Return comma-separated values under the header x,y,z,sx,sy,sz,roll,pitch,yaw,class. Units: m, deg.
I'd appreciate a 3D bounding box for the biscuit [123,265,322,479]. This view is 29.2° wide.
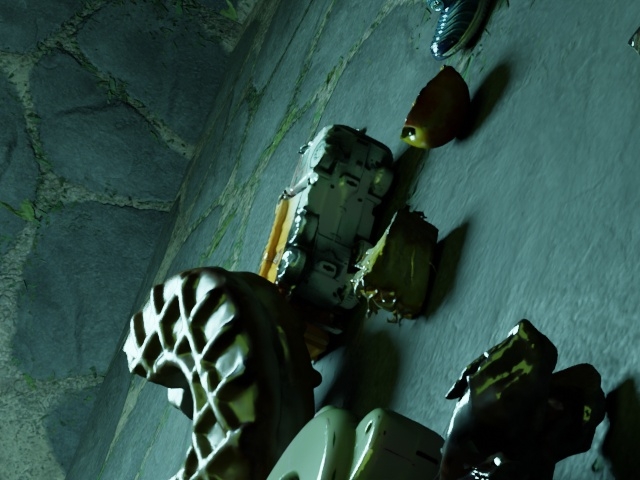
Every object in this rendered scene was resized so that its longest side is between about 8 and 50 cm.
x,y,z,sx,sy,sz,roll,pitch,yaw,class
-0.109,0.180,1.325,0.268,0.115,0.366,-53,42,34,biscuit

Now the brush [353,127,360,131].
x,y,z,sx,sy,sz,roll,pitch,yaw,class
0.005,-0.126,1.886,0.090,0.017,0.314,-63,13,-4,brush

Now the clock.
x,y,z,sx,sy,sz,roll,pitch,yaw,class
-0.010,0.282,0.966,0.309,0.114,0.284,-65,7,-12,clock

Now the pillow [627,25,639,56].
x,y,z,sx,sy,sz,roll,pitch,yaw,class
0.260,-0.143,0.859,0.090,0.048,0.150,-60,11,29,pillow

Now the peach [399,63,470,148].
x,y,z,sx,sy,sz,roll,pitch,yaw,class
0.129,-0.138,1.331,0.098,0.061,0.098,-53,-7,-10,peach

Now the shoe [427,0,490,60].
x,y,z,sx,sy,sz,roll,pitch,yaw,class
0.159,-0.281,1.453,0.064,0.071,0.142,-175,106,-77,shoe

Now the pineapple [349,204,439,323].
x,y,z,sx,sy,sz,roll,pitch,yaw,class
0.073,0.020,1.237,0.116,0.069,0.137,-63,12,11,pineapple

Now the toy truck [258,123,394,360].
x,y,z,sx,sy,sz,roll,pitch,yaw,class
0.000,0.000,1.472,0.135,0.114,0.270,-34,35,57,toy truck

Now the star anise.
x,y,z,sx,sy,sz,roll,pitch,yaw,class
0.101,0.177,0.746,0.212,0.129,0.282,-79,10,-65,star anise
